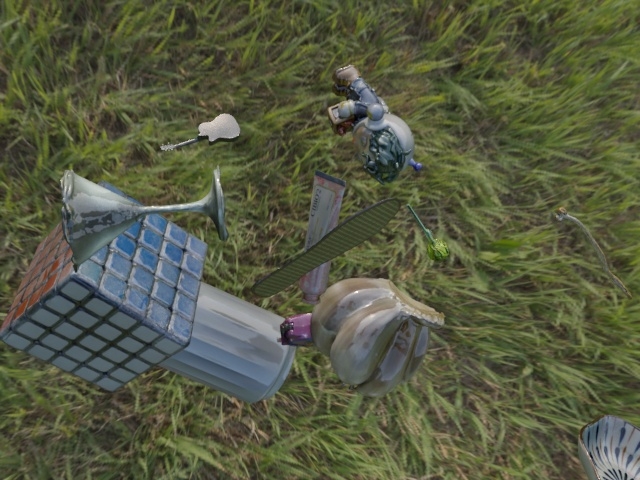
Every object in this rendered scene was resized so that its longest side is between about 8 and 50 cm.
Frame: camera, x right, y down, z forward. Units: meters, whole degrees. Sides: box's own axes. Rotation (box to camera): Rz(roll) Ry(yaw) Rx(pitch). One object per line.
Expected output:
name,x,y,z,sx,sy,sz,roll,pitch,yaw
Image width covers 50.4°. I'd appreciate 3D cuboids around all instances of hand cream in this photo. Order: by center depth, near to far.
hand cream,0.000,0.000,1.049,0.043,0.067,0.209,-9,115,-41

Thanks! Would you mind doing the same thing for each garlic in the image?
garlic,0.104,0.202,1.419,0.292,0.210,0.237,-46,132,16

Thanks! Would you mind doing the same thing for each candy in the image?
candy,0.278,-0.021,1.795,0.058,0.062,0.194,-30,115,15

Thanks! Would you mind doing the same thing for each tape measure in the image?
tape measure,-0.035,0.204,1.562,0.125,0.118,0.074,-3,73,-15

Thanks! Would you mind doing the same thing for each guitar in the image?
guitar,-0.340,-0.294,1.920,0.233,0.025,0.088,-21,68,-21

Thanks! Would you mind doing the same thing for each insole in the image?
insole,0.009,0.015,0.959,0.253,0.086,0.005,-34,61,16

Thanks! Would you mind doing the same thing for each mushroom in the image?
mushroom,0.528,0.029,1.289,0.286,0.028,0.026,41,82,-25

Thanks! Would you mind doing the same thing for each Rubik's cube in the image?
Rubik's cube,-0.364,0.086,1.179,0.237,0.238,0.237,36,36,-29

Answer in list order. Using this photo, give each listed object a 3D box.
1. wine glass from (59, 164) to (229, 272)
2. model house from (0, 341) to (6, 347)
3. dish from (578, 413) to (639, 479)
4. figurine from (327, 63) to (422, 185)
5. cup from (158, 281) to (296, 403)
wine glass,-0.205,-0.033,0.808,0.183,0.122,0.122,-4,82,-11
model house,-0.807,0.202,1.450,0.325,0.194,0.267,16,77,-47
dish,0.438,0.343,0.965,0.191,0.190,0.066,20,123,-5
figurine,0.140,-0.332,1.972,0.186,0.261,0.382,-30,69,-1
cup,-0.256,0.241,1.760,0.327,0.323,0.236,26,105,-21
